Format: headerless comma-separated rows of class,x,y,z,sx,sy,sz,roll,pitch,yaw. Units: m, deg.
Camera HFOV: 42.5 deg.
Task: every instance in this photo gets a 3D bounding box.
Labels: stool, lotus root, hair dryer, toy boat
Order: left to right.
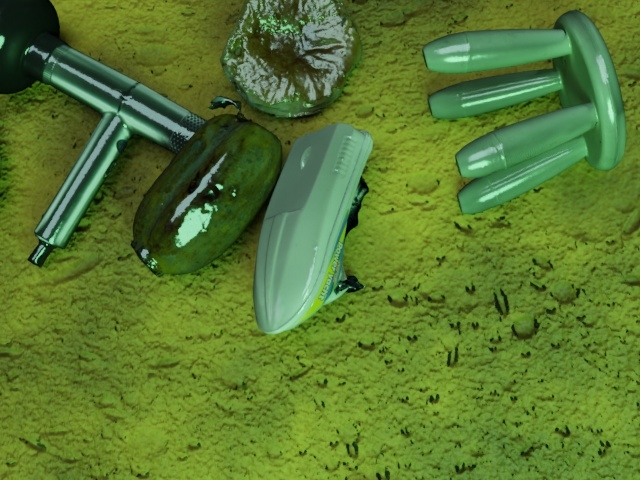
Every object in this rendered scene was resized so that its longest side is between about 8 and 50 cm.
hair dryer,-0.351,-0.145,1.080,0.320,0.156,0.284,37,68,7
lotus root,-0.142,-0.059,1.046,0.124,0.123,0.241,31,81,45
toy boat,-0.004,-0.007,1.017,0.140,0.141,0.269,5,74,8
stool,0.239,-0.158,0.991,0.198,0.195,0.195,-14,73,4

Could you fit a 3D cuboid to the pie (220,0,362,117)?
pie,-0.034,-0.260,1.112,0.195,0.046,0.195,0,88,-7
